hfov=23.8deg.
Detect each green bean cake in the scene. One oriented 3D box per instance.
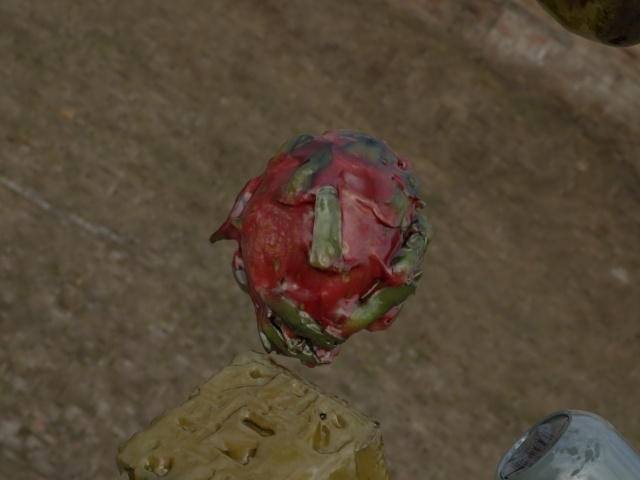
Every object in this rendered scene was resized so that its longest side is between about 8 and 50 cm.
[{"bbox_3d":[-0.068,0.235,1.535,0.230,0.131,0.224,25,49,37],"label":"green bean cake"}]

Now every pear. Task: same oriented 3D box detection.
[{"bbox_3d":[0.323,-0.316,1.644,0.197,0.197,0.197,32,13,-8],"label":"pear"}]

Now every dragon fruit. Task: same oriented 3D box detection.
[{"bbox_3d":[0.011,0.004,1.888,0.237,0.302,0.231,24,-29,-28],"label":"dragon fruit"}]

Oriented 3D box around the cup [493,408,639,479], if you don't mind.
[{"bbox_3d":[0.389,0.390,2.061,0.312,0.205,0.205,47,11,-7],"label":"cup"}]
